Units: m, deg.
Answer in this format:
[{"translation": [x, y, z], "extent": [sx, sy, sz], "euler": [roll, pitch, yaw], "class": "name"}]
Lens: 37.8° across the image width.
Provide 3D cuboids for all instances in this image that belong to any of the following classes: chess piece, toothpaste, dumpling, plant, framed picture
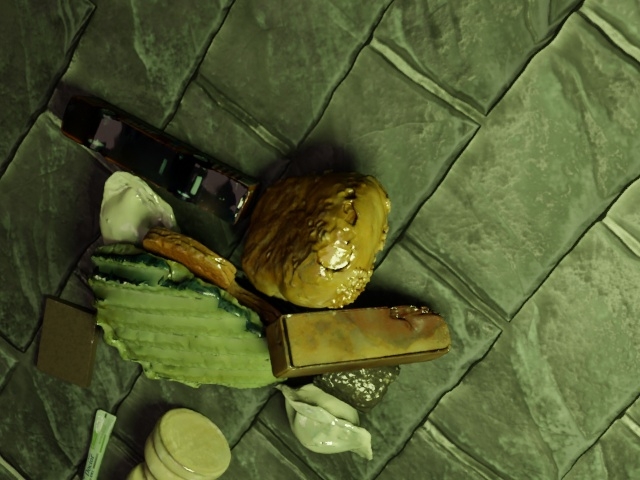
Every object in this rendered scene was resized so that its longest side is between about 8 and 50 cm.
[{"translation": [-0.322, 0.496, 1.902], "extent": [0.167, 0.167, 0.300], "euler": [41, 119, 8], "class": "chess piece"}, {"translation": [-0.481, 0.456, 2.008], "extent": [0.048, 0.029, 0.197], "euler": [21, 105, 15], "class": "toothpaste"}, {"translation": [-0.341, -0.019, 1.793], "extent": [0.162, 0.132, 0.250], "euler": [-6, 111, 14], "class": "dumpling"}, {"translation": [0.036, 0.214, 1.694], "extent": [0.203, 0.142, 0.131], "euler": [33, 77, -9], "class": "plant"}, {"translation": [0.007, 0.330, 1.735], "extent": [0.229, 0.151, 0.124], "euler": [31, 75, 7], "class": "dumpling"}, {"translation": [-0.533, 0.215, 1.979], "extent": [0.128, 0.023, 0.168], "euler": [18, 107, 17], "class": "framed picture"}]

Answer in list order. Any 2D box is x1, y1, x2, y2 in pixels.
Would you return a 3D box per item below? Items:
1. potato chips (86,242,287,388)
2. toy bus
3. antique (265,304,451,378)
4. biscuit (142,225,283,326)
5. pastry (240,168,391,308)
[{"translation": [-0.260, 0.160, 1.762], "extent": [0.429, 0.070, 0.358], "euler": [2, 131, 30], "class": "potato chips"}, {"translation": [-0.307, -0.157, 1.776], "extent": [0.408, 0.092, 0.093], "euler": [28, 107, 13], "class": "toy bus"}, {"translation": [0.069, 0.169, 1.595], "extent": [0.087, 0.310, 0.093], "euler": [137, 127, -62], "class": "antique"}, {"translation": [-0.180, 0.083, 1.714], "extent": [0.262, 0.052, 0.277], "euler": [14, 148, 33], "class": "biscuit"}, {"translation": [0.000, 0.000, 1.611], "extent": [0.162, 0.311, 0.255], "euler": [34, 80, -31], "class": "pastry"}]
